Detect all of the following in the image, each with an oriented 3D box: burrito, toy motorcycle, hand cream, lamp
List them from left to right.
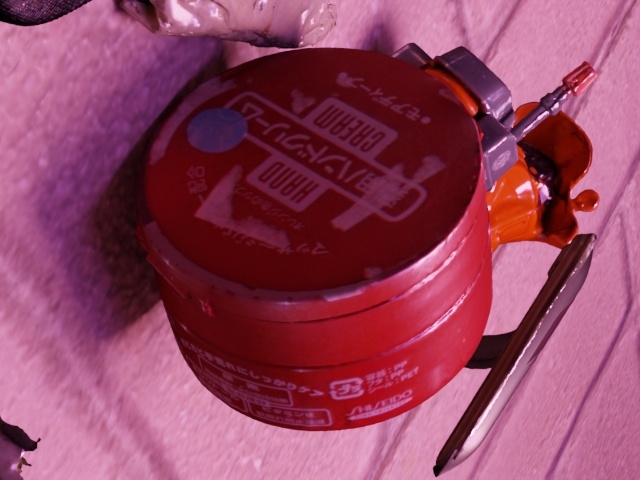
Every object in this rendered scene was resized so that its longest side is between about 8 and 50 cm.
[{"bbox_3d":[-0.043,-0.156,1.112,0.229,0.058,0.063,-8,111,-61],"label":"burrito"},{"bbox_3d":[0.000,0.000,1.112,0.230,0.230,0.149,-53,150,-34],"label":"hand cream"},{"bbox_3d":[0.054,0.084,1.246,0.203,0.283,0.124,-50,131,-33],"label":"lamp"},{"bbox_3d":[0.126,-0.054,1.434,0.221,0.148,0.325,-43,155,-8],"label":"toy motorcycle"}]

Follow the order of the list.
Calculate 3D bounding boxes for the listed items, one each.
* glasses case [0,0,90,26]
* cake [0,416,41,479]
[{"bbox_3d":[-0.091,-0.228,0.935,0.321,0.082,0.122,-46,144,-40],"label":"glasses case"},{"bbox_3d":[-0.260,0.132,0.877,0.158,0.172,0.283,-56,-175,-16],"label":"cake"}]
